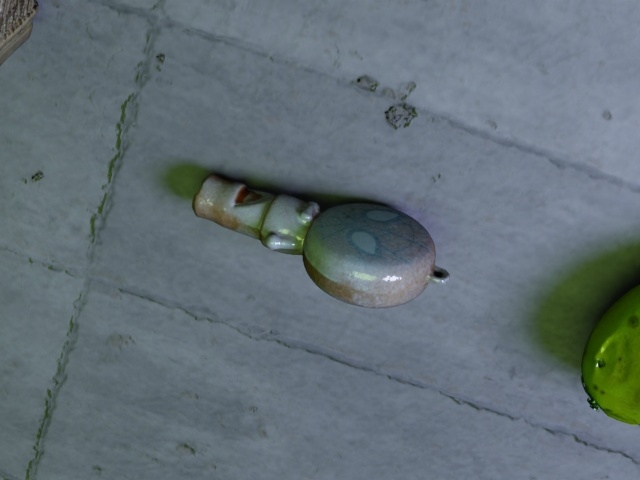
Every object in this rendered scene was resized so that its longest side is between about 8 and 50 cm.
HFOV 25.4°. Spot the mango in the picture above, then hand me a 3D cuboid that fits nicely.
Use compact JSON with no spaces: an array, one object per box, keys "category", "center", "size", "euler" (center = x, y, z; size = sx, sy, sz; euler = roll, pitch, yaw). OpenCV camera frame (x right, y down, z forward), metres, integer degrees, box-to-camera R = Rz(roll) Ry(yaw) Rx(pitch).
[{"category":"mango","center":[0.288,0.077,1.149],"size":[0.178,0.100,0.119],"euler":[-44,144,18]}]

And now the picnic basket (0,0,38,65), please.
[{"category":"picnic basket","center":[-0.364,-0.227,1.002],"size":[0.313,0.228,0.175],"euler":[17,117,-2]}]

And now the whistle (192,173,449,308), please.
[{"category":"whistle","center":[0.000,0.000,1.150],"size":[0.220,0.107,0.057],"euler":[20,124,12]}]
